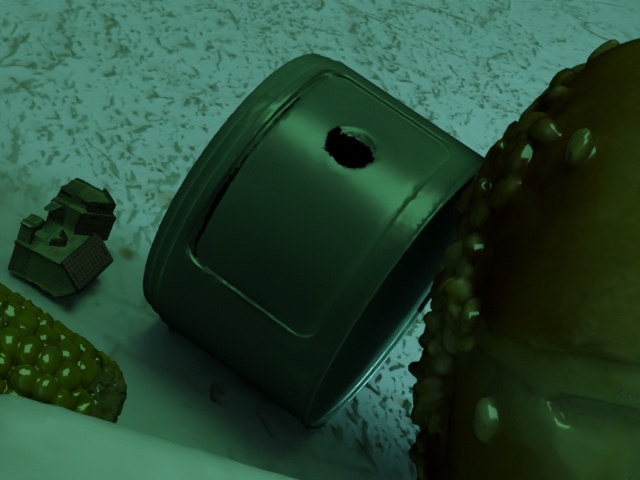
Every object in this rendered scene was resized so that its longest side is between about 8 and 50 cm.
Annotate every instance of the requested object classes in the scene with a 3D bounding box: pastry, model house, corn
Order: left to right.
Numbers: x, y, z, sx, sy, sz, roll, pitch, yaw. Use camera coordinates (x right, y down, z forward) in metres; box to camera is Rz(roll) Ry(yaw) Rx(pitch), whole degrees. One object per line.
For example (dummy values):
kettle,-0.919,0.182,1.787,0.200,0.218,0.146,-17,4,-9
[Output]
corn,-0.264,0.043,0.799,0.321,0.119,0.119,23,29,-9
model house,-0.178,0.000,1.007,0.058,0.057,0.083,27,26,7
pastry,0.193,0.061,0.893,0.245,0.410,0.409,18,26,15

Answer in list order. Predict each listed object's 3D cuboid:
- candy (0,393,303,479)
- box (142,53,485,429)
candy,-0.024,0.215,0.634,0.358,0.208,0.145,18,29,-16
box,0.000,0.000,0.983,0.149,0.226,0.226,35,29,12
